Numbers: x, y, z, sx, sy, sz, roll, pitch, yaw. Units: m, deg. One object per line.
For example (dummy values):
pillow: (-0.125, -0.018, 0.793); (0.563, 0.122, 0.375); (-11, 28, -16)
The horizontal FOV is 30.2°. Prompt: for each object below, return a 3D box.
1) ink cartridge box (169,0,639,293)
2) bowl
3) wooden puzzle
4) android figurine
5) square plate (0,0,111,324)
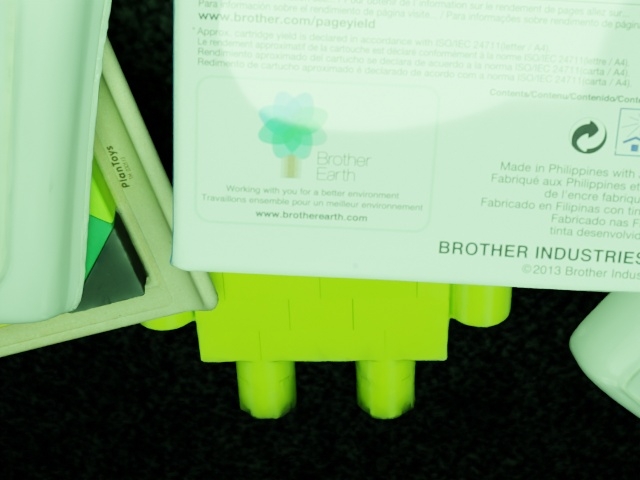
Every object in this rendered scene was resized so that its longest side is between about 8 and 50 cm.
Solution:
ink cartridge box: (0.072, -0.184, 0.562); (0.270, 0.151, 0.395); (3, 112, 1)
bowl: (0.258, 0.076, 0.794); (0.142, 0.053, 0.142); (34, 115, -18)
wooden puzzle: (-0.203, -0.017, 0.695); (0.239, 0.044, 0.221); (-11, 124, 12)
android figurine: (0.000, 0.000, 0.757); (0.248, 0.056, 0.273); (1, 123, 2)
square plate: (-0.272, -0.063, 0.539); (0.347, 0.049, 0.344); (2, 137, -15)
